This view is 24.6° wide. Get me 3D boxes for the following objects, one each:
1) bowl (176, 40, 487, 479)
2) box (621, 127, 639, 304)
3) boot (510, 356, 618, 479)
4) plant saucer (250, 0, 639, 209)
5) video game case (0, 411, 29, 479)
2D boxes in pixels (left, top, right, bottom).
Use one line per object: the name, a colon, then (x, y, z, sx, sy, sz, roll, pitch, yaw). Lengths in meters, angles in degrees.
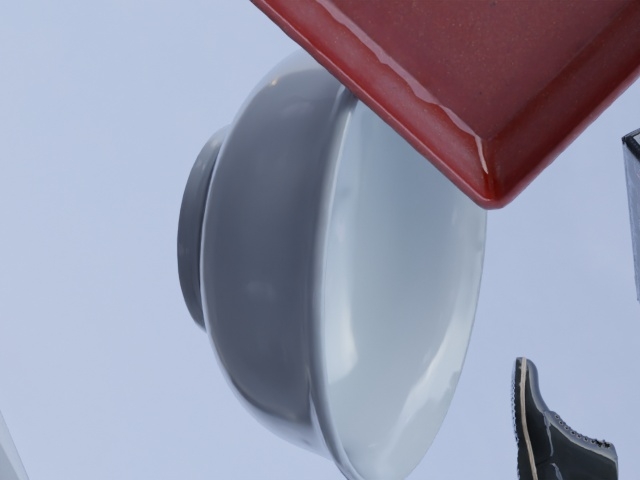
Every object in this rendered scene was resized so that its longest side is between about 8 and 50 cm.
bowl: (0.000, 0.000, 0.926, 0.134, 0.298, 0.298, 6, -79, 22)
box: (0.313, 0.064, 1.030, 0.270, 0.060, 0.216, 58, -7, 37)
boot: (0.320, 0.248, 1.915, 0.077, 0.137, 0.198, 64, 21, -78)
plant saucer: (0.089, -0.188, 0.760, 0.259, 0.258, 0.048, -45, -162, 15)
video game case: (-0.154, -0.037, 0.435, 0.204, 0.025, 0.285, 2, -67, 69)
